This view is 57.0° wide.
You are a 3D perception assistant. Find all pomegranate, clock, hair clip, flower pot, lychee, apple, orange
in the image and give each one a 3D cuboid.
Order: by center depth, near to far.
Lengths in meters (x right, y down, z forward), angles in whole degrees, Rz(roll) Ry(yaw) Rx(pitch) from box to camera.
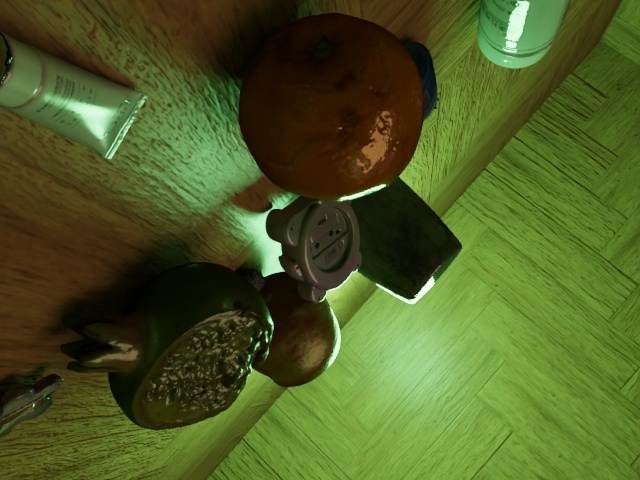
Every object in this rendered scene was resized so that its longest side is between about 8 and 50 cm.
[{"bbox_3d":[0.015,-0.181,0.824,0.261,0.261,0.261,-44,164,-16],"label":"orange"},{"bbox_3d":[-0.511,0.291,0.892,0.257,0.075,0.146,-41,167,-48],"label":"hair clip"},{"bbox_3d":[-0.267,0.161,1.024,0.359,0.216,0.309,18,116,-41],"label":"pomegranate"},{"bbox_3d":[0.000,0.000,1.341,0.228,0.090,0.247,-38,126,-34],"label":"clock"},{"bbox_3d":[-0.170,0.097,1.367,0.067,0.083,0.068,-176,-86,-67],"label":"lychee"},{"bbox_3d":[-0.101,0.227,1.478,0.301,0.301,0.301,-44,164,-16],"label":"apple"},{"bbox_3d":[0.198,-0.007,1.636,0.293,0.330,0.293,-44,166,-14],"label":"flower pot"}]

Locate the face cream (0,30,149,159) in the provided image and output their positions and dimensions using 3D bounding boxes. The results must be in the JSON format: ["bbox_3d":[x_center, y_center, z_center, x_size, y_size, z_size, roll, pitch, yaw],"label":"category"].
[{"bbox_3d":[-0.252,-0.139,0.585,0.092,0.058,0.244,-55,171,5],"label":"face cream"}]

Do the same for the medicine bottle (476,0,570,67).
[{"bbox_3d":[0.451,-0.535,1.298,0.190,0.190,0.332,-48,164,-2],"label":"medicine bottle"}]

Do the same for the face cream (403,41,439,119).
[{"bbox_3d":[0.208,-0.335,1.289,0.264,0.083,0.148,15,91,-73],"label":"face cream"}]
